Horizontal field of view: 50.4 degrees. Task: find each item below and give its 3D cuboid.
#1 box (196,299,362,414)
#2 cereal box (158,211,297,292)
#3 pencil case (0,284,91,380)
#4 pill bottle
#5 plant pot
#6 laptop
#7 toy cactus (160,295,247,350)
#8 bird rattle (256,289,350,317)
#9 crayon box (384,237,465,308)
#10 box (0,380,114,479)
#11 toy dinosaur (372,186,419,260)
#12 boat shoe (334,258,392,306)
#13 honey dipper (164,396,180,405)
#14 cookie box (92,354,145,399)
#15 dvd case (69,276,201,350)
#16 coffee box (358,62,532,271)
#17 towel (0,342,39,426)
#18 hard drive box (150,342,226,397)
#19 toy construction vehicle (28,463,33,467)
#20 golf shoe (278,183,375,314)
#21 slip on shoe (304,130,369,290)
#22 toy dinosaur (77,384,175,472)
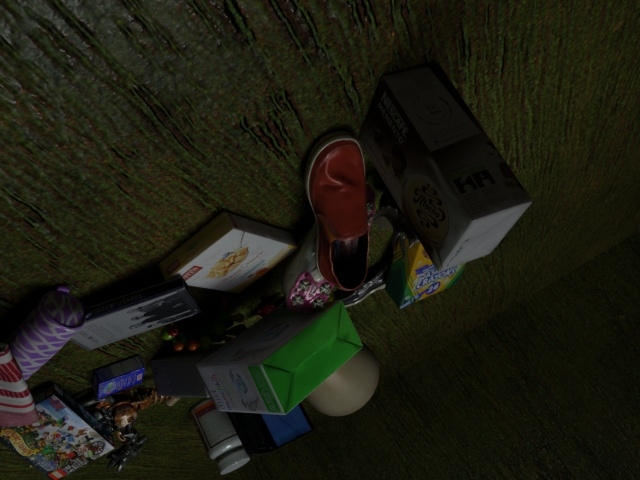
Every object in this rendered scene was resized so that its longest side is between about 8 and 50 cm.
[{"bbox_3d":[-0.085,0.249,1.453,0.231,0.126,0.262,-11,-164,47],"label":"box"},{"bbox_3d":[-0.172,0.030,1.318,0.173,0.047,0.240,-37,157,18],"label":"cereal box"},{"bbox_3d":[-0.487,0.164,1.157,0.206,0.088,0.086,-40,147,21],"label":"pencil case"},{"bbox_3d":[-0.312,0.606,2.128,0.121,0.221,0.121,-26,157,-12],"label":"pill bottle"},{"bbox_3d":[0.009,0.363,2.038,0.256,0.256,0.274,-33,142,6],"label":"plant pot"},{"bbox_3d":[-0.171,0.526,2.120,0.136,0.234,0.264,-36,157,9],"label":"laptop"},{"bbox_3d":[-0.277,0.203,1.521,0.219,0.112,0.180,-10,169,-46],"label":"toy cactus"},{"bbox_3d":[-0.052,0.202,1.744,0.254,0.143,0.207,-22,173,-13],"label":"bird rattle"},{"bbox_3d":[0.293,0.019,1.747,0.203,0.083,0.323,-20,142,-24],"label":"crayon box"},{"bbox_3d":[-0.590,0.428,1.505,0.159,0.044,0.233,-31,130,-2],"label":"box"},{"bbox_3d":[0.170,-0.091,1.407,0.160,0.121,0.313,-48,-172,13],"label":"toy dinosaur"},{"bbox_3d":[0.116,0.116,1.876,0.206,0.075,0.065,-27,115,6],"label":"boat shoe"},{"bbox_3d":[-0.373,0.402,1.881,0.161,0.030,0.030,-44,155,23],"label":"honey dipper"},{"bbox_3d":[-0.463,0.312,1.559,0.107,0.040,0.092,-17,154,-30],"label":"cookie box"},{"bbox_3d":[-0.357,0.143,1.291,0.239,0.029,0.179,-18,161,-6],"label":"dvd case"},{"bbox_3d":[0.195,-0.123,1.129,0.119,0.297,0.168,-18,155,-21],"label":"coffee box"},{"bbox_3d":[-0.605,0.240,1.109,0.237,0.037,0.329,4,148,-12],"label":"towel"},{"bbox_3d":[-0.261,0.301,1.601,0.181,0.089,0.232,-11,178,-41],"label":"hard drive box"},{"bbox_3d":[-0.719,0.561,1.769,0.086,0.035,0.098,-17,154,-31],"label":"toy construction vehicle"},{"bbox_3d":[0.000,0.000,1.416,0.115,0.140,0.306,24,104,-33],"label":"golf shoe"},{"bbox_3d":[0.043,-0.046,1.251,0.123,0.101,0.331,-18,127,-22],"label":"slip on shoe"},{"bbox_3d":[-0.497,0.437,1.658,0.322,0.164,0.218,-2,133,-12],"label":"toy dinosaur"}]
